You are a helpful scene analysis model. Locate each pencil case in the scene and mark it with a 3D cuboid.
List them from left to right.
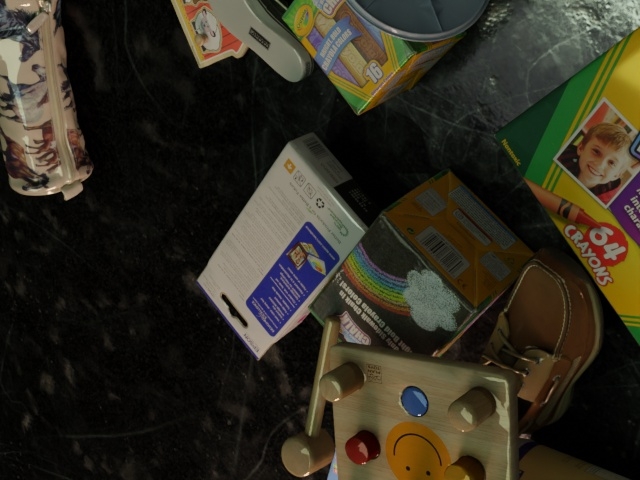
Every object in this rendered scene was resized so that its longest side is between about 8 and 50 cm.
[{"bbox_3d":[-0.526,-0.286,1.606,0.183,0.160,0.410,27,128,47],"label":"pencil case"}]

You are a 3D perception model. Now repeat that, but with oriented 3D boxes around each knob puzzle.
[{"bbox_3d":[-0.164,-0.371,1.337,0.213,0.030,0.213,19,122,33],"label":"knob puzzle"}]

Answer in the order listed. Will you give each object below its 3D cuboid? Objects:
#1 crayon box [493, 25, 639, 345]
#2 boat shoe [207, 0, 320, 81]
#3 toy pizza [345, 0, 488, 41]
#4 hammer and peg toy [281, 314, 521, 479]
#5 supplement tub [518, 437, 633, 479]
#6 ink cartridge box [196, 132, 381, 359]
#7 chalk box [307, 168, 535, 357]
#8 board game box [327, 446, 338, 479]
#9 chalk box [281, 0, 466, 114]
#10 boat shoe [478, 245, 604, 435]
[{"bbox_3d":[0.417,-0.060,0.936,0.363,0.106,0.313,56,135,4],"label":"crayon box"},{"bbox_3d":[-0.081,-0.321,1.264,0.219,0.070,0.078,47,142,6],"label":"boat shoe"},{"bbox_3d":[0.106,-0.321,1.025,0.201,0.201,0.032,54,161,5],"label":"toy pizza"},{"bbox_3d":[0.079,0.252,1.100,0.361,0.127,0.266,6,105,37],"label":"hammer and peg toy"},{"bbox_3d":[0.362,0.423,1.139,0.331,0.241,0.241,16,121,35],"label":"supplement tub"},{"bbox_3d":[-0.057,0.021,1.334,0.176,0.069,0.371,50,133,11],"label":"ink cartridge box"},{"bbox_3d":[0.123,0.077,1.216,0.180,0.179,0.289,47,135,11],"label":"chalk box"},{"bbox_3d":[0.107,0.447,1.516,0.211,0.039,0.160,31,128,25],"label":"board game box"},{"bbox_3d":[0.055,-0.295,1.114,0.213,0.132,0.132,53,135,4],"label":"chalk box"},{"bbox_3d":[0.268,0.153,1.112,0.122,0.120,0.324,42,149,37],"label":"boat shoe"}]
